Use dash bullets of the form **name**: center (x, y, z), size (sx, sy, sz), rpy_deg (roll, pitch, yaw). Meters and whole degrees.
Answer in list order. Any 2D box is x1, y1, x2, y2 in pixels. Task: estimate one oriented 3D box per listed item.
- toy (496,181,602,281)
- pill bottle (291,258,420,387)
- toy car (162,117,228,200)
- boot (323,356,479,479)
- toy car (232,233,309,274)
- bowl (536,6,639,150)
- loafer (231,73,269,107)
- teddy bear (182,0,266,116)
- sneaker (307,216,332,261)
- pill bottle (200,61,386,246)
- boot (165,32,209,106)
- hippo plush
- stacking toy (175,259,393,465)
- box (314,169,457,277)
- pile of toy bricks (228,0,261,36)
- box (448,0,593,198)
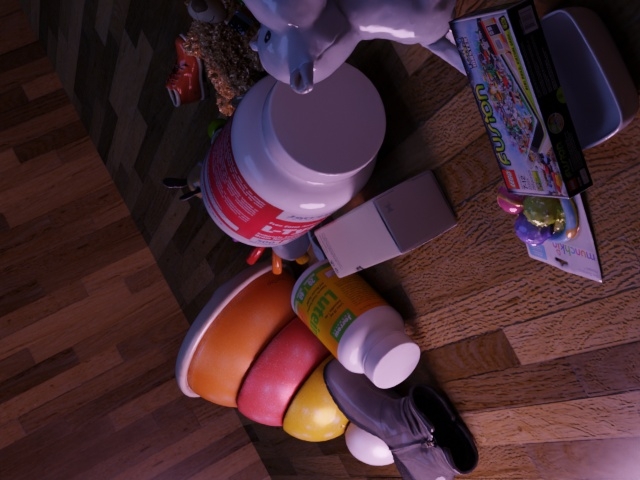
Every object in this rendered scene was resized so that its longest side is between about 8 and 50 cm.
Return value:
- **toy**: center (0.251, -0.057, 1.192), size (0.137, 0.056, 0.237), rpy_deg (27, 139, 60)
- **pill bottle**: center (0.065, 0.150, 1.773), size (0.245, 0.136, 0.136), rpy_deg (44, 153, 41)
- **toy car**: center (-0.228, -0.145, 2.036), size (0.155, 0.188, 0.149), rpy_deg (38, 148, 48)
- **boot**: center (0.152, 0.307, 1.826), size (0.338, 0.118, 0.223), rpy_deg (45, 152, 15)
- **toy car**: center (-0.103, -0.020, 1.929), size (0.182, 0.136, 0.159), rpy_deg (62, 179, 2)
- **bowl**: center (0.266, -0.168, 1.025), size (0.142, 0.053, 0.142), rpy_deg (63, 159, -1)
- **loafer**: center (-0.085, -0.257, 1.678), size (0.056, 0.148, 0.050), rpy_deg (-16, -85, -71)
- **teddy bear**: center (-0.164, -0.338, 1.764), size (0.245, 0.113, 0.338), rpy_deg (49, 156, 27)
- **sneaker**: center (0.000, 0.000, 1.866), size (0.061, 0.053, 0.152), rpy_deg (31, 144, 59)
- **pill bottle**: center (-0.046, -0.134, 1.558), size (0.229, 0.229, 0.407), rpy_deg (62, 160, 2)
- **boot**: center (-0.291, -0.356, 2.082), size (0.059, 0.084, 0.158), rpy_deg (41, 149, 48)
- **hippo plush**: center (0.018, -0.292, 1.142), size (0.294, 0.236, 0.234), rpy_deg (65, 178, -41)
- **stacking toy**: center (-0.030, 0.299, 2.038), size (0.480, 0.350, 0.351), rpy_deg (37, 151, 20)
- **box**: center (0.094, -0.020, 1.536), size (0.094, 0.113, 0.275), rpy_deg (62, 161, -1)
- **pile of toy bricks**: center (-0.111, -0.412, 1.560), size (0.212, 0.105, 0.118), rpy_deg (37, 137, -13)
- **box**: center (0.212, -0.147, 1.052), size (0.114, 0.036, 0.207), rpy_deg (12, 127, 66)
